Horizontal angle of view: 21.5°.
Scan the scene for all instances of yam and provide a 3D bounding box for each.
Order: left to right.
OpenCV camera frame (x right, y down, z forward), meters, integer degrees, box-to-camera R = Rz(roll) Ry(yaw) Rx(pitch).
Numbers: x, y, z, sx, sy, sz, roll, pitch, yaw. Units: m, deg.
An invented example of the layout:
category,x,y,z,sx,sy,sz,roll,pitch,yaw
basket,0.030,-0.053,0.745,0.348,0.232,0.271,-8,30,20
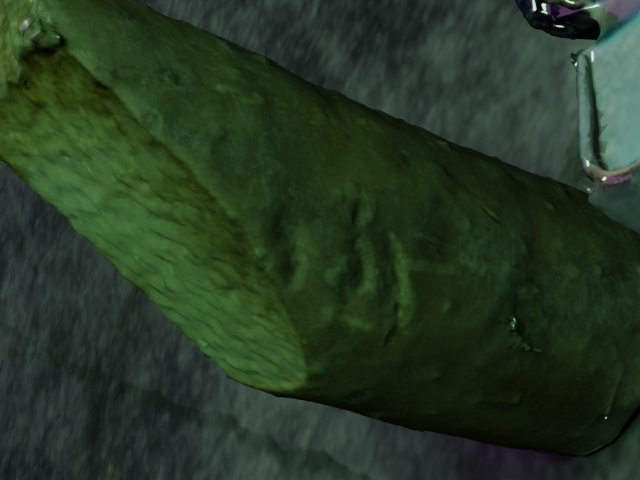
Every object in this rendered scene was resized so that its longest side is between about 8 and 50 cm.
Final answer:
category,x,y,z,sx,sy,sz,roll,pitch,yaw
yam,0.000,0.000,0.526,0.106,0.259,0.106,-26,56,46

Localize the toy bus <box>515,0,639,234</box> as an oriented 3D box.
category,x,y,z,sx,sy,sz,roll,pitch,yaw
toy bus,0.135,-0.149,0.508,0.138,0.112,0.317,-30,51,41
